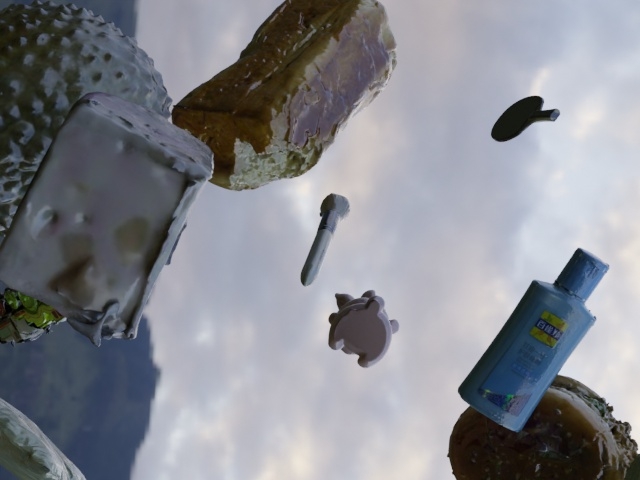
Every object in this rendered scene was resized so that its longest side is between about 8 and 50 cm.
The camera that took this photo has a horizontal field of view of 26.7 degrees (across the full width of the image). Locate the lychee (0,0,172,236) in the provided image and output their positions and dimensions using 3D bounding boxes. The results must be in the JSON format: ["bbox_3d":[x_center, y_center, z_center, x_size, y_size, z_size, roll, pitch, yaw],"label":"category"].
[{"bbox_3d":[-0.287,-0.118,1.379,0.274,0.255,0.255,-42,151,-60],"label":"lychee"}]

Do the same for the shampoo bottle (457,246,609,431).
[{"bbox_3d":[0.295,0.126,1.808,0.258,0.103,0.061,-57,-174,8],"label":"shampoo bottle"}]

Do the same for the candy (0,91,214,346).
[{"bbox_3d":[-0.181,-0.021,1.139,0.185,0.137,0.195,-64,-172,9],"label":"candy"}]

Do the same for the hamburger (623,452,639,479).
[{"bbox_3d":[0.394,0.290,1.603,0.121,0.054,0.084,-37,149,-70],"label":"hamburger"}]

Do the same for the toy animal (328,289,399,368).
[{"bbox_3d":[0.075,0.148,2.324,0.212,0.124,0.124,-65,162,-84],"label":"toy animal"}]

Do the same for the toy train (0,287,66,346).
[{"bbox_3d":[-0.390,0.091,1.793,0.249,0.053,0.085,-23,-81,53],"label":"toy train"}]

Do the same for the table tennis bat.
[{"bbox_3d":[0.320,-0.191,2.097,0.095,0.014,0.158,-51,-159,-15],"label":"table tennis bat"}]

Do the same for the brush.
[{"bbox_3d":[0.000,0.000,1.746,0.299,0.042,0.039,-65,179,-66],"label":"brush"}]

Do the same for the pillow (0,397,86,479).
[{"bbox_3d":[-0.446,0.288,1.956,0.076,0.274,0.281,-50,158,-17],"label":"pillow"}]

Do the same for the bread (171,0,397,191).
[{"bbox_3d":[-0.039,-0.192,1.756,0.195,0.344,0.149,9,-49,32],"label":"bread"}]

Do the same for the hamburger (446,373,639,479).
[{"bbox_3d":[0.327,0.320,1.948,0.146,0.286,0.243,-20,114,-65],"label":"hamburger"}]
